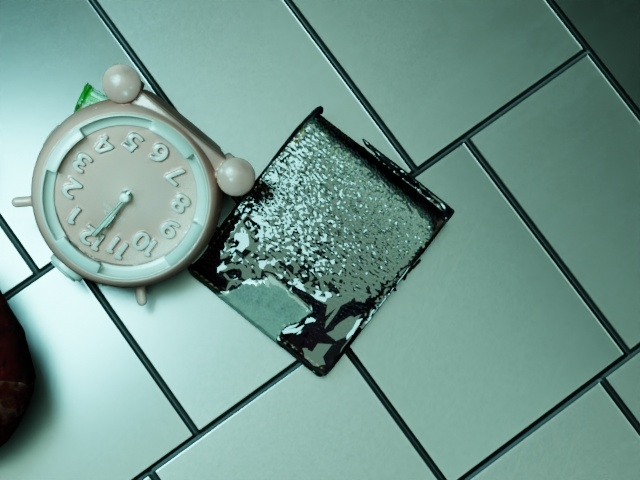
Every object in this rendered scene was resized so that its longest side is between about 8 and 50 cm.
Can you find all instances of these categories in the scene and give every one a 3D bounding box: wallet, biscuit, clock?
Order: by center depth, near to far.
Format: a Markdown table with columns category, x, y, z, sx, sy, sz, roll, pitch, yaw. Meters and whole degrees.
| category | x | y | z | sx | sy | sz | roll | pitch | yaw |
| --- | --- | --- | --- | --- | --- | --- | --- | --- | --- |
| clock | -0.229 | -0.055 | 1.589 | 0.227 | 0.142 | 0.241 | 38 | 91 | -8 |
| wallet | 0.000 | 0.000 | 1.621 | 0.221 | 0.071 | 0.262 | 39 | 88 | 4 |
| biscuit | -0.262 | -0.157 | 1.660 | 0.089 | 0.016 | 0.046 | 28 | 79 | 2 |

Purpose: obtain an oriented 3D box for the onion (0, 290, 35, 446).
| category | x | y | z | sx | sy | sz | roll | pitch | yaw |
| --- | --- | --- | --- | --- | --- | --- | --- | --- | --- |
| onion | -0.436 | 0.122 | 1.499 | 0.221 | 0.281 | 0.281 | -8 | 80 | 11 |
